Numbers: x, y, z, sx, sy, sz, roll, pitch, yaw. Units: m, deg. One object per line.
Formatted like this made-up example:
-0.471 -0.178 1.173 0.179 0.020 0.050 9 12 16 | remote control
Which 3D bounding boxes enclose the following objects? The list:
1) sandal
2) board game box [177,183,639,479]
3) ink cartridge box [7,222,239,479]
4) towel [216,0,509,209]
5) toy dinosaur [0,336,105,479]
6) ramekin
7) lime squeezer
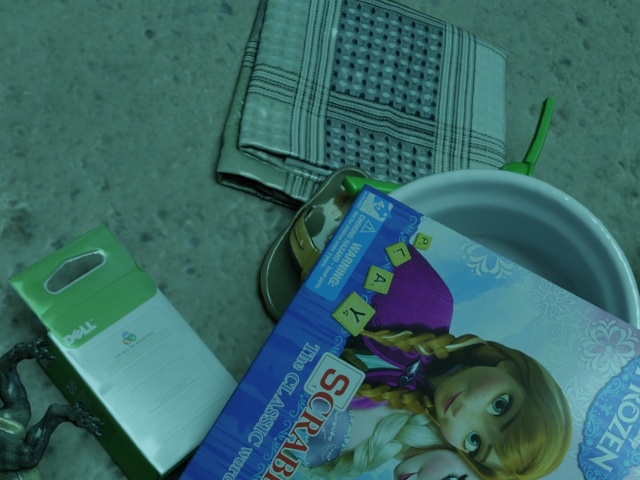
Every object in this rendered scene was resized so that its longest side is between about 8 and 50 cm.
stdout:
0.000 0.000 1.072 0.072 0.049 0.180 35 74 -10 | sandal
0.091 0.163 0.874 0.318 0.066 0.318 28 78 16 | board game box
-0.169 0.100 0.949 0.109 0.062 0.209 -35 81 -35 | ink cartridge box
0.062 -0.146 1.202 0.312 0.056 0.324 20 57 -15 | towel
-0.243 0.147 0.867 0.118 0.064 0.268 -42 83 3 | toy dinosaur
0.141 0.086 0.999 0.277 0.135 0.277 -2 73 8 | ramekin
0.169 -0.063 1.146 0.310 0.059 0.110 -24 54 -34 | lime squeezer
